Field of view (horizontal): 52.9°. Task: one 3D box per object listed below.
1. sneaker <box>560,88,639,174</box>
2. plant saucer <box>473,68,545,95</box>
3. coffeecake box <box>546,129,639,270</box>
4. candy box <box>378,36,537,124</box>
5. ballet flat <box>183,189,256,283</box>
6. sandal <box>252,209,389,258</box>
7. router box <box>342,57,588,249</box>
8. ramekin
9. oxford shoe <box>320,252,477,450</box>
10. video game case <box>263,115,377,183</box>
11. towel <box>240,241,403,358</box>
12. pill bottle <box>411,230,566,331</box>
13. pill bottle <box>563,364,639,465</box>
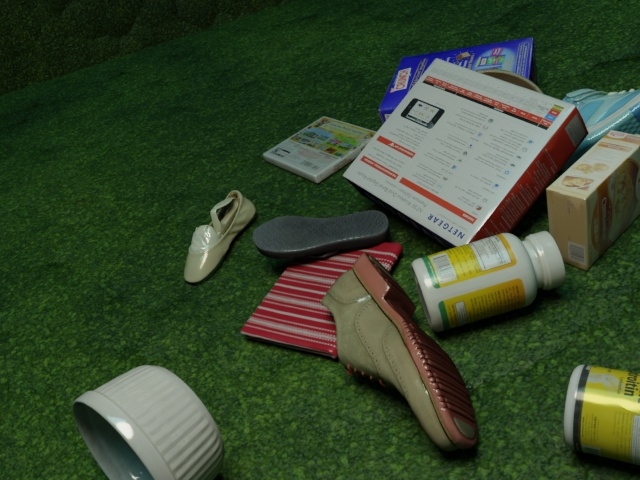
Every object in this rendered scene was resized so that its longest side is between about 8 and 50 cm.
[{"bbox_3d":[0.564,-0.250,1.187,0.319,0.127,0.208,-29,30,17],"label":"sneaker"},{"bbox_3d":[0.317,-0.211,1.277,0.278,0.041,0.277,-8,68,21],"label":"plant saucer"},{"bbox_3d":[0.446,-0.067,1.029,0.185,0.142,0.068,-38,40,-24],"label":"coffeecake box"},{"bbox_3d":[0.321,-0.336,1.475,0.317,0.122,0.268,0,41,23],"label":"candy box"},{"bbox_3d":[-0.219,-0.018,1.338,0.086,0.086,0.248,2,40,28],"label":"ballet flat"},{"bbox_3d":[0.001,0.001,1.188,0.255,0.054,0.097,-4,45,5],"label":"sandal"},{"bbox_3d":[0.247,-0.155,1.171,0.301,0.082,0.335,-51,45,0],"label":"router box"},{"bbox_3d":[-0.222,0.265,0.857,0.207,0.207,0.109,16,39,40],"label":"ramekin"},{"bbox_3d":[0.103,0.171,0.921,0.130,0.123,0.348,-41,39,11],"label":"oxford shoe"},{"bbox_3d":[0.001,-0.226,1.564,0.206,0.026,0.227,-36,37,-22],"label":"video game case"},{"bbox_3d":[0.009,0.087,1.130,0.199,0.031,0.275,6,43,32],"label":"towel"},{"bbox_3d":[0.253,0.056,0.977,0.208,0.117,0.117,-18,35,4],"label":"pill bottle"},{"bbox_3d":[0.379,0.205,0.726,0.184,0.103,0.103,5,42,31],"label":"pill bottle"}]
